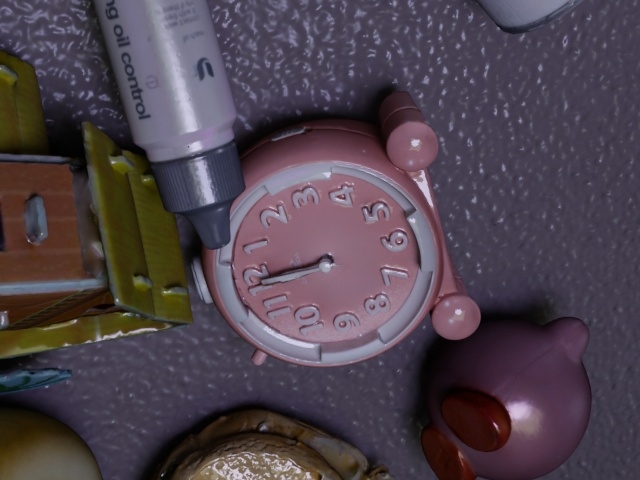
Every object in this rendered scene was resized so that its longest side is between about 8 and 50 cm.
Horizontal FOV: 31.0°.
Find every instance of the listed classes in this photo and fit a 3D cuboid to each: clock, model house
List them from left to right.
[{"bbox_3d":[-0.289,-0.009,0.963,0.323,0.340,0.300,-1,75,-43],"label":"model house"},{"bbox_3d":[0.000,0.000,1.053,0.241,0.142,0.227,-17,113,1],"label":"clock"}]

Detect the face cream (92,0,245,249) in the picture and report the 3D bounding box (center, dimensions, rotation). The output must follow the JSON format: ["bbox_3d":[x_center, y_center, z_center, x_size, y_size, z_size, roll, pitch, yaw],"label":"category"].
[{"bbox_3d":[-0.122,-0.141,0.924,0.092,0.092,0.311,-17,105,-9],"label":"face cream"}]

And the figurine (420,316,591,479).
[{"bbox_3d":[0.191,0.159,1.166,0.173,0.173,0.173,-7,116,-14],"label":"figurine"}]

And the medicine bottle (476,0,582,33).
[{"bbox_3d":[0.120,-0.298,0.937,0.143,0.143,0.258,-43,118,5],"label":"medicine bottle"}]

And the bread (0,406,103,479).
[{"bbox_3d":[-0.328,0.304,1.028,0.333,0.160,0.333,-36,134,-49],"label":"bread"}]

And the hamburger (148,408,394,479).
[{"bbox_3d":[-0.057,0.287,1.161,0.286,0.146,0.243,-17,112,-3],"label":"hamburger"}]
